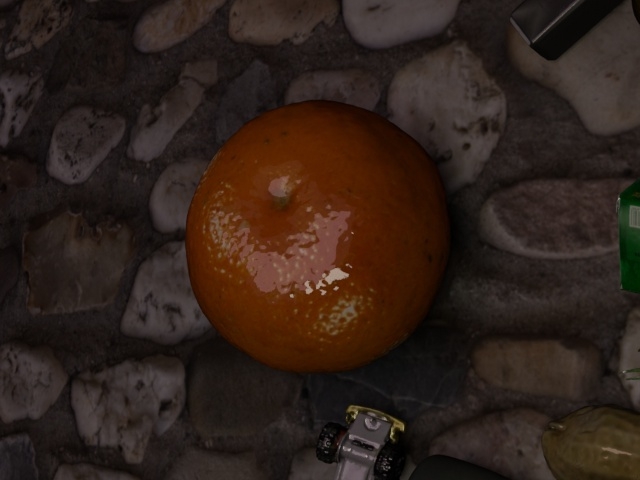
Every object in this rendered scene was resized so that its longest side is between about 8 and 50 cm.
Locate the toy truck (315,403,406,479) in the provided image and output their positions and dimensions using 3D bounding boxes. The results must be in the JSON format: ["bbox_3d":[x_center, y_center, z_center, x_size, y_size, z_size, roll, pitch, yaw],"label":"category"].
[{"bbox_3d":[0.051,0.393,1.664,0.136,0.111,0.286,16,89,24],"label":"toy truck"}]

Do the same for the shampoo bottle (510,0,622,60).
[{"bbox_3d":[0.404,-0.383,1.645,0.246,0.079,0.080,-42,56,20],"label":"shampoo bottle"}]

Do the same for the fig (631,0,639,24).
[{"bbox_3d":[0.514,-0.392,1.554,0.124,0.124,0.236,5,65,39],"label":"fig"}]

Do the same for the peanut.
[{"bbox_3d":[0.413,0.280,1.407,0.290,0.130,0.130,7,80,43],"label":"peanut"}]

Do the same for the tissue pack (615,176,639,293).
[{"bbox_3d":[0.511,-0.004,1.419,0.209,0.156,0.148,12,120,38],"label":"tissue pack"}]

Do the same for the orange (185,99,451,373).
[{"bbox_3d":[0.000,0.000,1.687,0.423,0.326,0.424,-6,69,17],"label":"orange"}]

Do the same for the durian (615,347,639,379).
[{"bbox_3d":[0.555,0.162,1.302,0.351,0.169,0.158,16,87,41],"label":"durian"}]

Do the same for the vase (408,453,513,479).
[{"bbox_3d":[0.275,0.394,1.461,0.321,0.173,0.173,4,79,34],"label":"vase"}]
